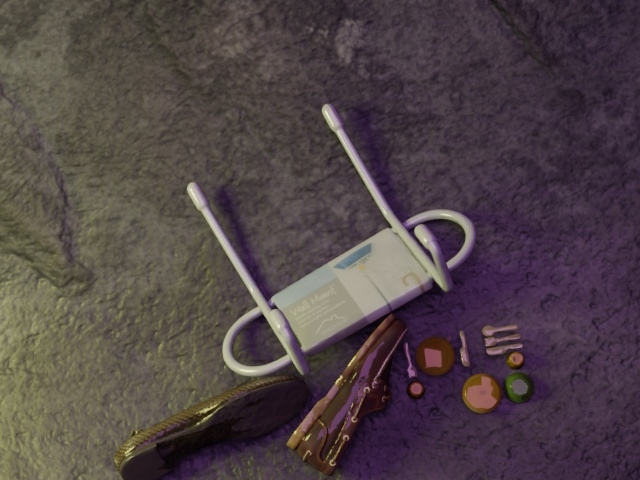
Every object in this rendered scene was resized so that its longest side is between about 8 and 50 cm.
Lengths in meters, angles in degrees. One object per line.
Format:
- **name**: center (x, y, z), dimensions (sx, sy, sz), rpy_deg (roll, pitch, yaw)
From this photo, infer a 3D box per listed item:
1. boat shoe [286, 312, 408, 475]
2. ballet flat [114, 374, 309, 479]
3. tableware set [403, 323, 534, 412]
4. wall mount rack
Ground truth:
- **boat shoe**: center (0.047, 0.187, 1.642), dimensions (0.073, 0.073, 0.207), rpy_deg (36, 86, 10)
- **ballet flat**: center (-0.134, 0.218, 1.648), dimensions (0.249, 0.084, 0.058), rpy_deg (-26, 39, -1)
- **tableware set**: center (0.180, 0.162, 1.665), dimensions (0.154, 0.024, 0.104), rpy_deg (-10, 77, -1)
- **wall mount rack**: center (0.000, 0.000, 1.674), dimensions (0.350, 0.130, 0.304), rpy_deg (-30, 43, -6)
